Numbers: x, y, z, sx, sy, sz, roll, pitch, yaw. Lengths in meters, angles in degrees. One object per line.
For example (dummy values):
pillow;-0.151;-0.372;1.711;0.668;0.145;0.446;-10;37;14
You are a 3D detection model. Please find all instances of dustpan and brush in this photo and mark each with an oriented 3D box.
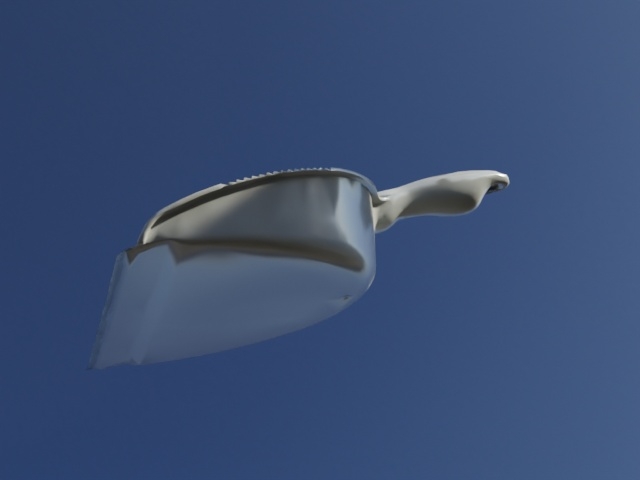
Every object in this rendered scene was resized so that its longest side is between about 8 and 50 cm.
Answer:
dustpan and brush;0.000;0.000;0.510;0.211;0.060;0.147;-5;-24;-20
